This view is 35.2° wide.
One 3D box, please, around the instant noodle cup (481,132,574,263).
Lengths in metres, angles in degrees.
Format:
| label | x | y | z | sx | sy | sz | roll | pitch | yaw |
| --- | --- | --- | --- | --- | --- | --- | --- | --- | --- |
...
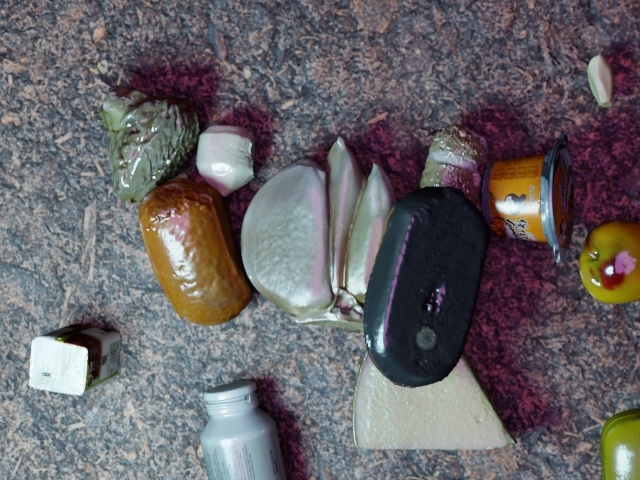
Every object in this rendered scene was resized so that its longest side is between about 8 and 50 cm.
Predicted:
| label | x | y | z | sx | sy | sz | roll | pitch | yaw |
| --- | --- | --- | --- | --- | --- | --- | --- | --- | --- |
| instant noodle cup | 0.334 | -0.068 | 1.637 | 0.125 | 0.177 | 0.208 | 0 | 63 | 24 |

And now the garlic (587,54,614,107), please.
| label | x | y | z | sx | sy | sz | roll | pitch | yaw |
| --- | --- | --- | --- | --- | --- | --- | --- | --- | --- |
| garlic | 0.461 | -0.258 | 1.649 | 0.041 | 0.053 | 0.083 | -11 | 83 | 13 |

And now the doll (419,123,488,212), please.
| label | x | y | z | sx | sy | sz | roll | pitch | yaw |
| --- | --- | --- | --- | --- | --- | --- | --- | --- | --- |
| doll | 0.221 | -0.084 | 1.680 | 0.115 | 0.105 | 0.221 | -3 | 99 | -15 |

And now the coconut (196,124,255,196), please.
| label | x | y | z | sx | sy | sz | roll | pitch | yaw |
| --- | --- | --- | --- | --- | --- | --- | --- | --- | --- |
| coconut | -0.159 | -0.137 | 1.748 | 0.110 | 0.110 | 0.124 | 3 | 89 | 10 |

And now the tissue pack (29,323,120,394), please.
| label | x | y | z | sx | sy | sz | roll | pitch | yaw |
| --- | --- | --- | --- | --- | --- | --- | --- | --- | --- |
| tissue pack | -0.434 | 0.209 | 1.796 | 0.106 | 0.149 | 0.099 | 8 | 95 | 10 |

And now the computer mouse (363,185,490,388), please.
| label | x | y | z | sx | sy | sz | roll | pitch | yaw |
| --- | --- | --- | --- | --- | --- | --- | --- | --- | --- |
| computer mouse | 0.162 | 0.071 | 1.596 | 0.183 | 0.116 | 0.323 | 15 | 89 | -24 |

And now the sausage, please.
| label | x | y | z | sx | sy | sz | roll | pitch | yaw |
| --- | --- | --- | --- | --- | --- | --- | --- | --- | --- |
| sausage | -0.214 | 0.024 | 1.732 | 0.141 | 0.153 | 0.268 | -18 | 107 | 7 |

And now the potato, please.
| label | x | y | z | sx | sy | sz | roll | pitch | yaw |
| --- | --- | --- | --- | --- | --- | --- | --- | --- | --- |
| potato | 0.189 | 0.221 | 1.706 | 0.269 | 0.112 | 0.255 | -2 | 86 | 8 |

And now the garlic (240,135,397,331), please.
| label | x | y | z | sx | sy | sz | roll | pitch | yaw |
| --- | --- | --- | --- | --- | --- | --- | --- | --- | --- |
| garlic | 0.000 | 0.000 | 1.704 | 0.279 | 0.132 | 0.325 | -4 | 83 | 13 |

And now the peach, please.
| label | x | y | z | sx | sy | sz | roll | pitch | yaw |
| --- | --- | --- | --- | --- | --- | --- | --- | --- | --- |
| peach | 0.490 | 0.037 | 1.629 | 0.138 | 0.138 | 0.138 | 1 | 94 | 10 |

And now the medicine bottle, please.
| label | x | y | z | sx | sy | sz | roll | pitch | yaw |
| --- | --- | --- | --- | --- | --- | --- | --- | --- | --- |
| medicine bottle | -0.138 | 0.359 | 1.759 | 0.135 | 0.135 | 0.215 | -11 | 91 | 11 |

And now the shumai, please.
| label | x | y | z | sx | sy | sz | roll | pitch | yaw |
| --- | --- | --- | --- | --- | --- | --- | --- | --- | --- |
| shumai | -0.318 | -0.181 | 1.745 | 0.175 | 0.166 | 0.206 | 34 | 100 | 11 |

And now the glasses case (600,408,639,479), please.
| label | x | y | z | sx | sy | sz | roll | pitch | yaw |
| --- | --- | --- | --- | --- | --- | --- | --- | --- | --- |
| glasses case | 0.554 | 0.466 | 1.637 | 0.173 | 0.141 | 0.371 | -4 | 93 | 10 |
